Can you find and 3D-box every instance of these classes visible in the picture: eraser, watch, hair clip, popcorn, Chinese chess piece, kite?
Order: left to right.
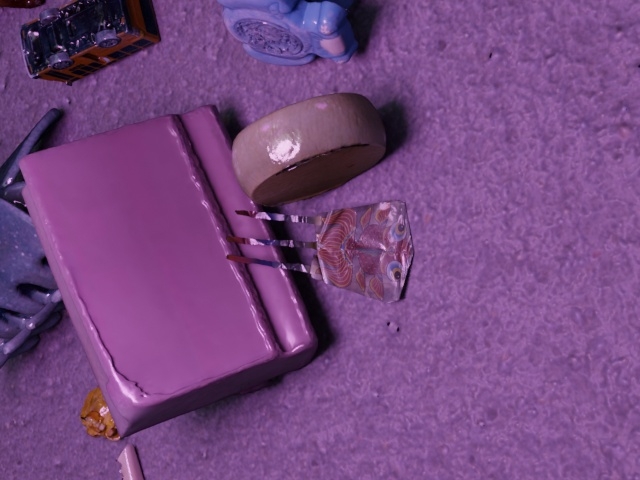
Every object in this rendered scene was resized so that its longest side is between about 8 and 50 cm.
[{"bbox_3d":[-0.463,0.033,1.695,0.238,0.392,0.318,45,115,-1],"label":"hair clip"},{"bbox_3d":[-0.311,0.243,1.701,0.084,0.084,0.084,-1,88,33],"label":"popcorn"},{"bbox_3d":[-0.264,0.400,1.692,0.072,0.034,0.225,9,92,29],"label":"hair clip"},{"bbox_3d":[-0.193,0.031,1.526,0.359,0.272,0.122,66,159,18],"label":"eraser"},{"bbox_3d":[-0.030,-0.332,1.498,0.211,0.211,0.193,6,73,33],"label":"watch"},{"bbox_3d":[-0.014,-0.111,1.457,0.188,0.188,0.083,-27,76,30],"label":"Chinese chess piece"},{"bbox_3d":[0.000,0.001,1.484,0.229,0.016,0.127,9,79,2],"label":"kite"}]

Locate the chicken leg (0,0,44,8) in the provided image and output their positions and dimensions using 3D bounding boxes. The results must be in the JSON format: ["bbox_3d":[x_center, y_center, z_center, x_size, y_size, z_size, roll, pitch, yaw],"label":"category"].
[{"bbox_3d":[-0.572,-0.337,1.864,0.177,0.083,0.322,42,116,-14],"label":"chicken leg"}]

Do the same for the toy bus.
[{"bbox_3d":[-0.328,-0.292,1.716,0.182,0.103,0.091,-20,78,25],"label":"toy bus"}]
